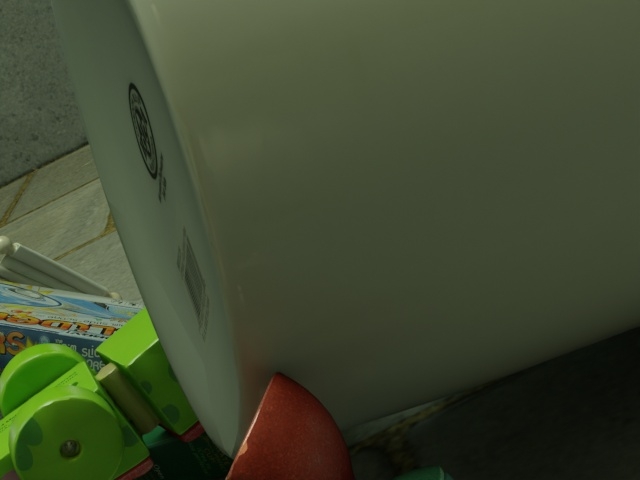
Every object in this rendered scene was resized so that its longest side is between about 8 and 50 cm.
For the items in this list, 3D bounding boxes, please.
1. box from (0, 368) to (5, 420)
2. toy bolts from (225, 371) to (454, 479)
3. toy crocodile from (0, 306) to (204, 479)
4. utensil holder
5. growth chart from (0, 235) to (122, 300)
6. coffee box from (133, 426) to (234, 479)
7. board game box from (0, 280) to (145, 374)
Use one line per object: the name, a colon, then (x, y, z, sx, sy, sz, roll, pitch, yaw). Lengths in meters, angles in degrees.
box: (-0.331, 0.156, 1.042, 0.182, 0.119, 0.181, -28, 16, -5)
toy bolts: (0.007, 0.186, 0.459, 0.228, 0.159, 0.218, -65, -1, -51)
toy crocodile: (-0.104, 0.087, 0.808, 0.340, 0.105, 0.115, -37, 21, -13)
utensil holder: (0.084, -0.097, 0.656, 0.386, 0.327, 0.327, -18, 13, -15)
growth chart: (-0.311, 0.093, 1.165, 0.237, 0.172, 0.021, -37, 47, 8)
coffee box: (-0.116, 0.136, 0.900, 0.184, 0.040, 0.113, -19, 17, 25)
board game box: (-0.216, 0.067, 0.979, 0.201, 0.035, 0.136, 9, 9, 1)
